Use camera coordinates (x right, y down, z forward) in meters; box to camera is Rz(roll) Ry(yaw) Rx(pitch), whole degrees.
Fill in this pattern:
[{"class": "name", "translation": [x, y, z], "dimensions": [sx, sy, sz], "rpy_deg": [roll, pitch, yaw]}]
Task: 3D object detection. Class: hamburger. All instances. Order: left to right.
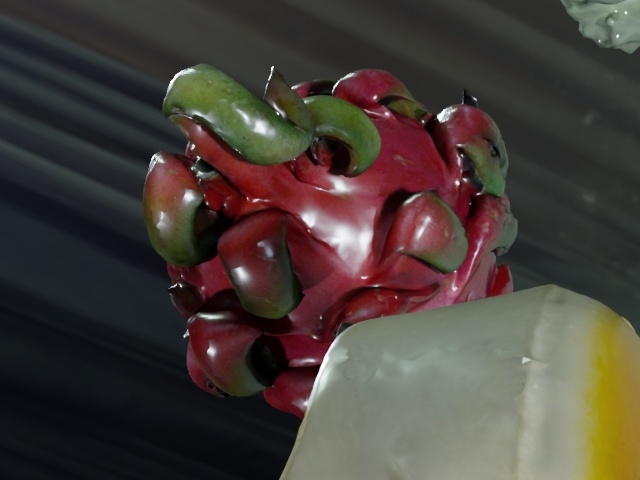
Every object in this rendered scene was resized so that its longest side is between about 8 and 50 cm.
[{"class": "hamburger", "translation": [0.065, 0.142, 0.608], "dimensions": [0.295, 0.151, 0.227], "rpy_deg": [60, -139, -63]}]

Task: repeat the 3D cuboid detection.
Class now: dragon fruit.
[{"class": "dragon fruit", "translation": [0.006, 0.008, 0.969], "dimensions": [0.218, 0.198, 0.273], "rpy_deg": [-31, -9, 23]}]

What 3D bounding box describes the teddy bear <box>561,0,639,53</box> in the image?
[{"class": "teddy bear", "translation": [0.023, -0.097, 0.318], "dimensions": [0.133, 0.213, 0.111], "rpy_deg": [-46, 18, 40]}]
